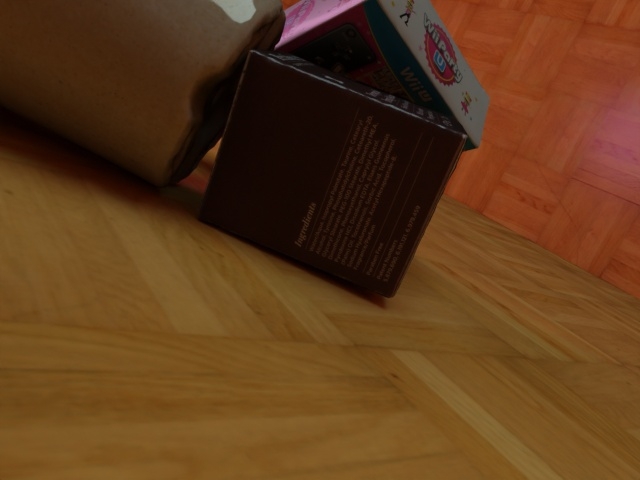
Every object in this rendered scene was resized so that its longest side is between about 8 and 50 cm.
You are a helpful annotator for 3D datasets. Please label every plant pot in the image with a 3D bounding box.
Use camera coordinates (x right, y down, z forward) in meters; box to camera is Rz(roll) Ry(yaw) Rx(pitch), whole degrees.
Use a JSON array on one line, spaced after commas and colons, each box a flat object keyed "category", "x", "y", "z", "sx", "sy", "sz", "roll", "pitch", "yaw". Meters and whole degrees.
[{"category": "plant pot", "x": -0.215, "y": -0.224, "z": 0.537, "sx": 0.305, "sy": 0.333, "sz": 0.334, "roll": 35, "pitch": 12, "yaw": -7}]

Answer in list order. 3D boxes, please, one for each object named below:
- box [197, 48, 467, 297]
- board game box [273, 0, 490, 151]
[{"category": "box", "x": 0.017, "y": -0.076, "z": 0.562, "sx": 0.203, "sy": 0.167, "sz": 0.168, "roll": 23, "pitch": 20, "yaw": 2}, {"category": "board game box", "x": 0.023, "y": -0.187, "z": 0.704, "sx": 0.303, "sy": 0.097, "sz": 0.224, "roll": -11, "pitch": -44, "yaw": 42}]
